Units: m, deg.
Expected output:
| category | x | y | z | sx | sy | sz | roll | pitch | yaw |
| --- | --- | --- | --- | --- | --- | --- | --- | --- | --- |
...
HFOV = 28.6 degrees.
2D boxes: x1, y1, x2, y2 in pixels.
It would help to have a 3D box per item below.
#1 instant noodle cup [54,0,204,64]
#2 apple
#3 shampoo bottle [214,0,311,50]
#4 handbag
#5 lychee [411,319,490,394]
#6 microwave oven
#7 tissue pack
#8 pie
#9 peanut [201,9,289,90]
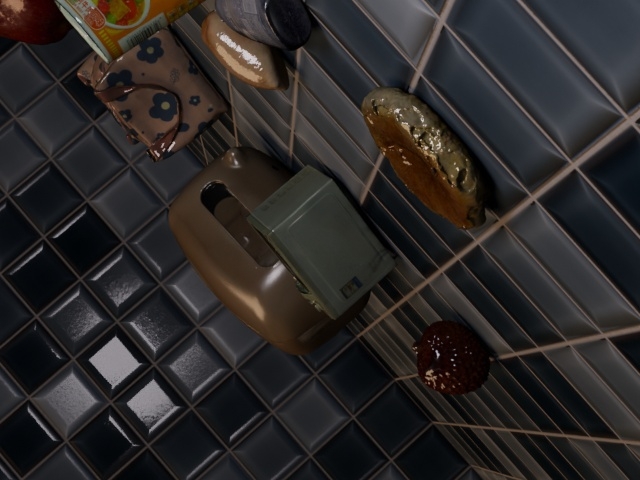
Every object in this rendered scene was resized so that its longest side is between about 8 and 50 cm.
| category | x | y | z | sx | sy | sz | roll | pitch | yaw |
| --- | --- | --- | --- | --- | --- | --- | --- | --- | --- |
| instant noodle cup | -0.259 | -0.344 | 1.723 | 0.168 | 0.185 | 0.168 | 48 | 173 | 8 |
| apple | -0.605 | -0.539 | 2.474 | 0.317 | 0.288 | 0.288 | 32 | 173 | -1 |
| shampoo bottle | -0.076 | -0.275 | 1.507 | 0.087 | 0.049 | 0.234 | 59 | 170 | -22 |
| handbag | -0.332 | -0.296 | 2.430 | 0.251 | 0.193 | 0.190 | 52 | 168 | -33 |
| lychee | 0.212 | 0.195 | 2.036 | 0.129 | 0.123 | 0.123 | 40 | 173 | 2 |
| microwave oven | 0.000 | 0.000 | 2.089 | 0.205 | 0.163 | 0.129 | 53 | 171 | -27 |
| tissue pack | -0.102 | 0.010 | 2.349 | 0.387 | 0.267 | 0.277 | 47 | 177 | 30 |
| pie | 0.118 | -0.085 | 1.357 | 0.195 | 0.046 | 0.195 | 47 | 173 | 8 |
| peanut | -0.099 | -0.254 | 1.689 | 0.152 | 0.076 | 0.076 | 43 | 172 | 10 |
